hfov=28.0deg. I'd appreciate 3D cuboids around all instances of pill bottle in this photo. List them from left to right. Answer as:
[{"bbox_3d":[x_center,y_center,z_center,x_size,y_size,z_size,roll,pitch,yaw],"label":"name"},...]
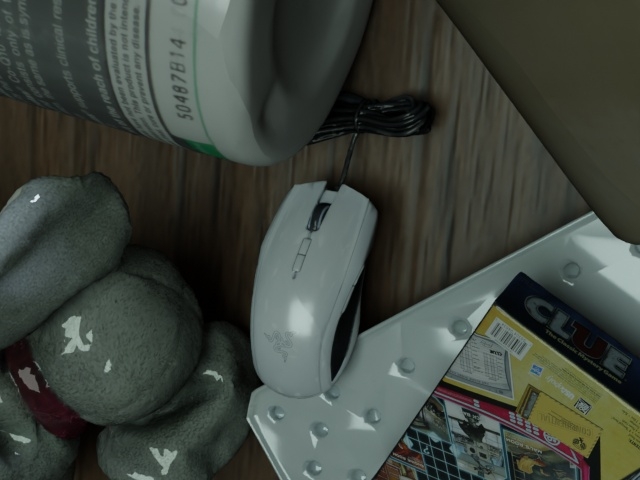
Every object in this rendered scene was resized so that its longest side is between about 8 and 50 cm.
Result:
[{"bbox_3d":[-0.163,-0.182,0.747,0.361,0.204,0.204,16,106,18],"label":"pill bottle"}]

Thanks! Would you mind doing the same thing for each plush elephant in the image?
[{"bbox_3d":[-0.192,0.068,0.804,0.330,0.255,0.272,41,162,44],"label":"plush elephant"}]

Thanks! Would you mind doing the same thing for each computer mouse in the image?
[{"bbox_3d":[0.000,0.000,0.775,0.106,0.042,0.193,10,84,22],"label":"computer mouse"}]

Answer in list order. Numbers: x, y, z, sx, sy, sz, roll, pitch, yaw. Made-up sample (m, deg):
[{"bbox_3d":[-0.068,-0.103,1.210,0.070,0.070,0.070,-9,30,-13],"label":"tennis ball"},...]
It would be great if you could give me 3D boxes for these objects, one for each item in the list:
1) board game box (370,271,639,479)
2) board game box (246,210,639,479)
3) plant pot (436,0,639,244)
[{"bbox_3d":[0.161,0.152,0.694,0.243,0.042,0.165,37,127,11],"label":"board game box"},{"bbox_3d":[0.203,0.179,0.756,0.390,0.050,0.390,-30,88,24],"label":"board game box"},{"bbox_3d":[0.168,-0.162,0.560,0.323,0.323,0.280,-21,98,25],"label":"plant pot"}]
